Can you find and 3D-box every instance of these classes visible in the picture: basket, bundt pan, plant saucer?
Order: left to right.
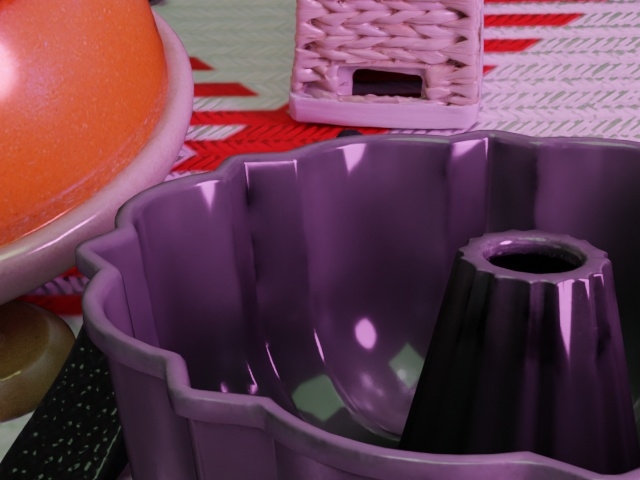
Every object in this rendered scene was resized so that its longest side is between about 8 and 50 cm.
[{"bbox_3d":[-0.160,0.053,0.699,0.083,0.015,0.083,-2,40,1],"label":"plant saucer"},{"bbox_3d":[0.042,-0.155,0.866,0.113,0.103,0.167,2,39,5],"label":"basket"},{"bbox_3d":[0.077,0.060,0.544,0.331,0.124,0.331,0,21,0],"label":"bundt pan"}]

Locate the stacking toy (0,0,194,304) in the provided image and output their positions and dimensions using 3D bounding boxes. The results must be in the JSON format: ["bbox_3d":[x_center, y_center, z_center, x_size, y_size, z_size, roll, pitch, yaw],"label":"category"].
[{"bbox_3d":[-0.253,-0.222,0.668,0.351,0.480,0.350,-2,37,2],"label":"stacking toy"}]

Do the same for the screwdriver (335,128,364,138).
[{"bbox_3d":[0.000,0.000,0.749,0.025,0.024,0.170,29,44,-8],"label":"screwdriver"}]

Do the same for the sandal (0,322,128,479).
[{"bbox_3d":[-0.087,0.063,0.672,0.067,0.040,0.179,16,58,29],"label":"sandal"}]
